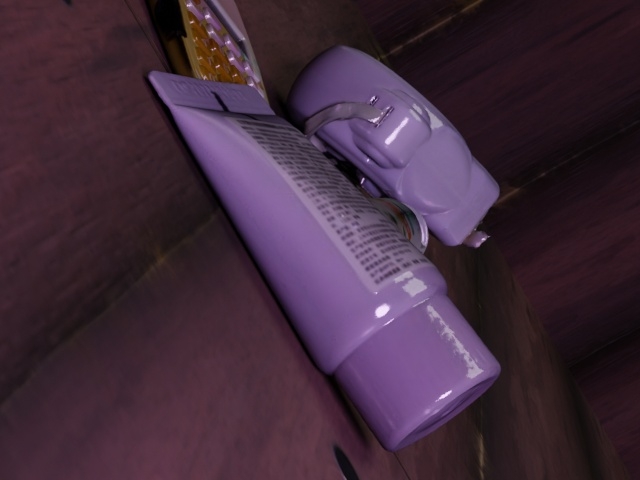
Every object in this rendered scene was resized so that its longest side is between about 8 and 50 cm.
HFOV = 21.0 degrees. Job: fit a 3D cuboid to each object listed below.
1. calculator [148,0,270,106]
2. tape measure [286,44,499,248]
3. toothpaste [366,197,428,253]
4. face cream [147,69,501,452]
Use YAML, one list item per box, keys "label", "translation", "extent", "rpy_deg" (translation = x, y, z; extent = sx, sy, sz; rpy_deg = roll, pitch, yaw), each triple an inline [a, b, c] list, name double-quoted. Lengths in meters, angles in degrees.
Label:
- label: "calculator"
  translation: [-0.080, -0.134, 1.246]
  extent: [0.157, 0.033, 0.236]
  rpy_deg: [53, 14, -44]
- label: "tape measure"
  translation: [0.050, -0.085, 1.538]
  extent: [0.196, 0.105, 0.178]
  rpy_deg: [41, -2, -44]
- label: "toothpaste"
  translation: [0.027, 0.000, 1.326]
  extent: [0.100, 0.066, 0.323]
  rpy_deg: [52, 12, 7]
- label: "face cream"
  translation: [0.000, 0.000, 1.096]
  extent: [0.274, 0.096, 0.154]
  rpy_deg: [54, 22, 14]
